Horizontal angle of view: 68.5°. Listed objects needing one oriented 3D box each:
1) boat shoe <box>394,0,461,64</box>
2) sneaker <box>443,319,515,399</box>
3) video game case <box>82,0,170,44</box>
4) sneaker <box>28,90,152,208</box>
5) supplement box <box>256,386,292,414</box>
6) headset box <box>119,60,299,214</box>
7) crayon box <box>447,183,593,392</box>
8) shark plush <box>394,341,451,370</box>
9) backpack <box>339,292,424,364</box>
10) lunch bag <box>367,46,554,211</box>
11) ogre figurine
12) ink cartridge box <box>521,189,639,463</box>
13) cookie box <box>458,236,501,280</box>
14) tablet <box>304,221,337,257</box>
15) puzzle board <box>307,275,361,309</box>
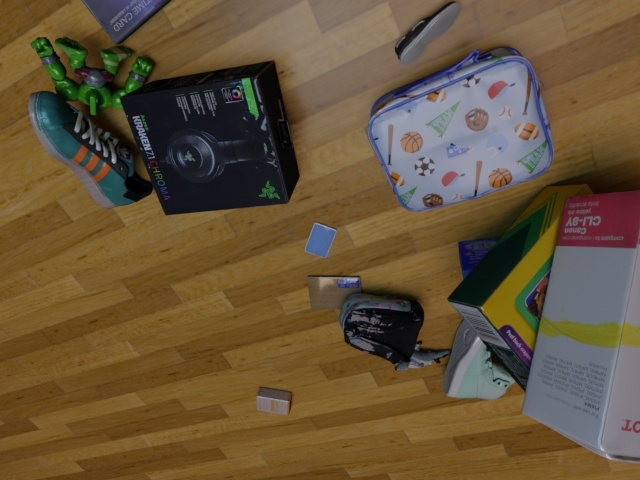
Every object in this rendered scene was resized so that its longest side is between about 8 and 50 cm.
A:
[{"bbox_3d":[0.179,-0.356,0.795,0.046,0.038,0.125,7,138,-48],"label":"boat shoe"},{"bbox_3d":[0.399,0.277,1.121,0.151,0.094,0.256,8,121,-2],"label":"sneaker"},{"bbox_3d":[-0.380,-0.516,0.809,0.196,0.026,0.274,-26,114,24],"label":"video game case"},{"bbox_3d":[-0.449,-0.184,0.953,0.121,0.108,0.302,-12,146,4],"label":"sneaker"},{"bbox_3d":[-0.135,0.467,1.365,0.098,0.036,0.062,8,123,5],"label":"supplement box"},{"bbox_3d":[-0.189,-0.192,0.910,0.283,0.131,0.246,-4,121,12],"label":"headset box"},{"bbox_3d":[0.467,0.130,0.891,0.313,0.106,0.363,-45,105,-13],"label":"crayon box"},{"bbox_3d":[0.243,0.285,1.175,0.161,0.073,0.067,-2,91,17],"label":"shark plush"},{"bbox_3d":[0.134,0.195,1.096,0.182,0.115,0.152,9,103,-7],"label":"backpack"},{"bbox_3d":[0.248,-0.197,0.839,0.303,0.115,0.243,-19,114,21],"label":"lunch bag"},{"bbox_3d":[-0.433,-0.312,0.898,0.197,0.097,0.118,-10,137,-35],"label":"ogre figurine"},{"bbox_3d":[0.521,0.141,0.767,0.279,0.160,0.384,15,86,-20],"label":"ink cartridge box"},{"bbox_3d":[0.336,0.041,0.970,0.092,0.107,0.040,-8,120,16],"label":"cookie box"},{"bbox_3d":[0.000,0.000,1.068,0.054,0.006,0.083,20,124,-2],"label":"tablet"},{"bbox_3d":[0.035,0.126,1.138,0.128,0.011,0.096,0,120,10],"label":"puzzle board"}]
